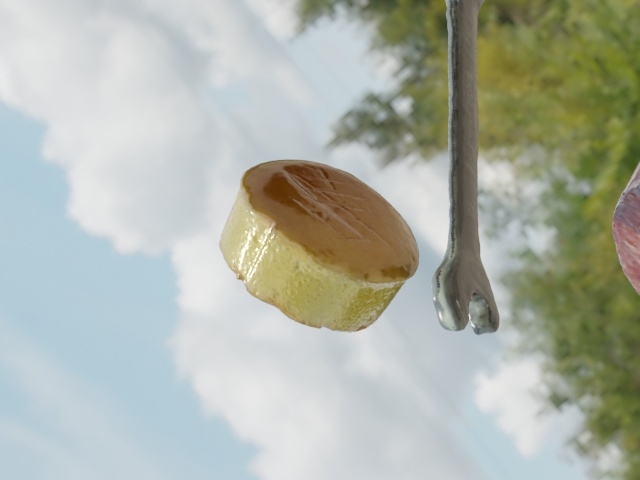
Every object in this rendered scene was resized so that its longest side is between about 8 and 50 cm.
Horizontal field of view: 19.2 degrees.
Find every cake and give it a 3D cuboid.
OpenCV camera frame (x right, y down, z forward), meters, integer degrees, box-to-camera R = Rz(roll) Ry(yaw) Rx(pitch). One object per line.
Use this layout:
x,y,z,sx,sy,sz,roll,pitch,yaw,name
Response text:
0.000,0.000,0.801,0.084,0.044,0.084,22,-151,-13,cake

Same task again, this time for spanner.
0.075,-0.061,1.003,0.054,0.015,0.254,36,-134,-45,spanner

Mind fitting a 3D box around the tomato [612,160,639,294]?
0.206,-0.004,0.828,0.139,0.091,0.159,28,161,29,tomato
